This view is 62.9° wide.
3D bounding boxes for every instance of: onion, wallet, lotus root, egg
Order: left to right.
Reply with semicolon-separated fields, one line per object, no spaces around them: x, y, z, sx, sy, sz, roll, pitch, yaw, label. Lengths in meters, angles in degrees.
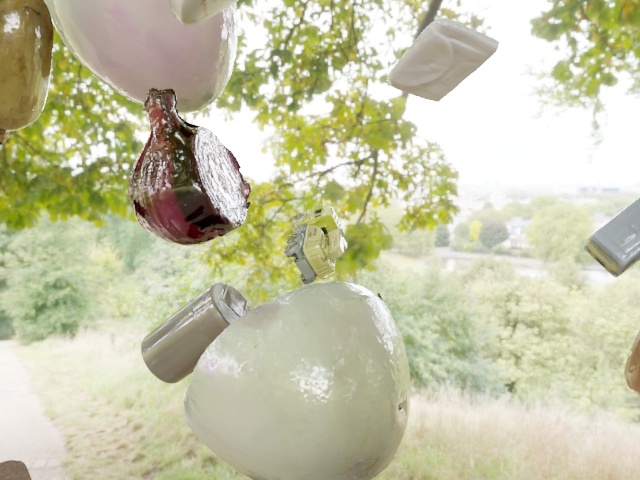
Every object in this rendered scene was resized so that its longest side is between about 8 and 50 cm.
-0.534;-0.294;0.859;0.160;0.284;0.146;14;17;-13;lotus root
-0.325;-0.426;1.067;0.355;0.339;0.354;-29;12;6;egg
-0.199;-0.100;0.729;0.140;0.218;0.195;-17;25;19;onion
0.003;0.227;0.714;0.337;0.336;0.201;-6;34;-33;egg
0.198;-0.294;0.879;0.124;0.031;0.183;13;-21;-19;wallet

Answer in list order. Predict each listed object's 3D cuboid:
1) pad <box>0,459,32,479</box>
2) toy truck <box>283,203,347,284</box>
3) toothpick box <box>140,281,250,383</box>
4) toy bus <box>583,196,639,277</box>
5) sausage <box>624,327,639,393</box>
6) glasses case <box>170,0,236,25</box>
-0.709;0.533;1.033;0.266;0.176;0.002;-12;25;-18;pad
0.000;0.000;1.484;0.157;0.124;0.272;-21;25;16;toy truck
-0.221;0.166;0.943;0.181;0.111;0.111;-37;-3;15;toothpick box
0.409;-0.039;0.622;0.190;0.064;0.075;-41;-28;8;toy bus
0.556;0.115;0.803;0.086;0.288;0.086;18;15;-5;sausage
-0.140;-0.387;0.768;0.204;0.051;0.081;-49;-3;-26;glasses case
